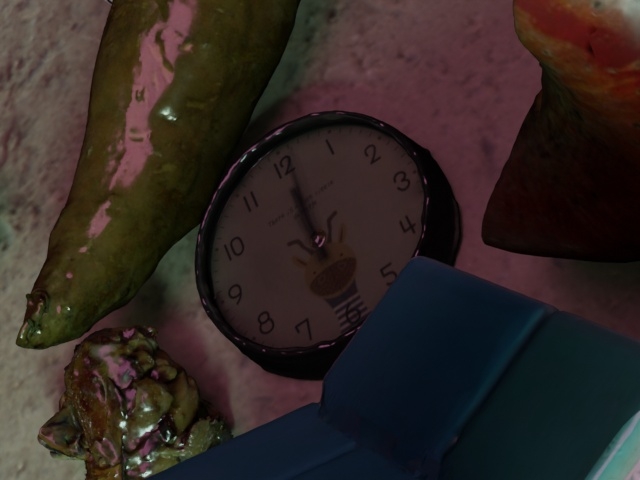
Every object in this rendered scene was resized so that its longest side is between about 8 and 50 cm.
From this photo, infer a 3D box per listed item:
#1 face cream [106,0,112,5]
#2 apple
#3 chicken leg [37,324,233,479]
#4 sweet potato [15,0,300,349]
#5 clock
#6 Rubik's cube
[{"bbox_3d":[-0.078,-0.266,1.284,0.058,0.092,0.243,42,93,11],"label":"face cream"},{"bbox_3d":[0.187,-0.172,0.926,0.329,0.295,0.365,-31,27,45],"label":"apple"},{"bbox_3d":[-0.113,0.147,1.095,0.125,0.080,0.196,-41,59,19],"label":"chicken leg"},{"bbox_3d":[-0.104,-0.106,1.178,0.131,0.130,0.422,12,72,34],"label":"sweet potato"},{"bbox_3d":[0.000,0.000,1.120,0.185,0.040,0.184,-13,60,24],"label":"clock"},{"bbox_3d":[0.102,0.203,0.765,0.358,0.368,0.387,-53,18,-3],"label":"Rubik's cube"}]
